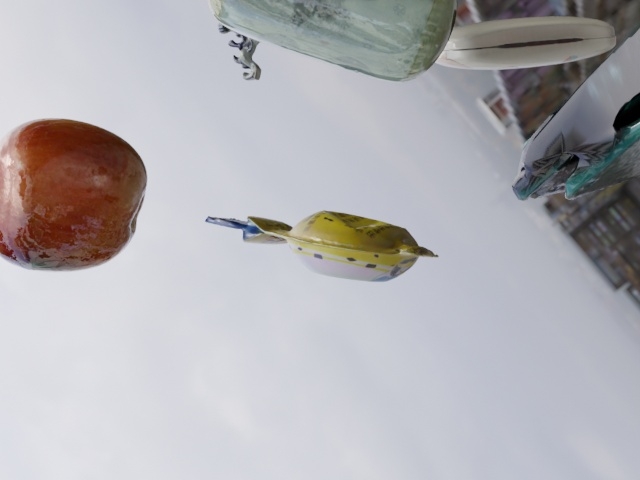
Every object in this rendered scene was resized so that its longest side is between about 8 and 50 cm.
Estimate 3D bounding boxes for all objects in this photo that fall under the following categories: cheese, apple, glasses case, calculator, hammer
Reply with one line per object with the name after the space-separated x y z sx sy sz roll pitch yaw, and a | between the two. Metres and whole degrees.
0.000 0.000 1.151 0.250 0.064 0.157 11 -177 31 | cheese
-0.292 -0.051 1.307 0.199 0.199 0.199 48 -172 -9 | apple
0.210 -0.205 1.164 0.081 0.204 0.051 -155 60 -70 | glasses case
0.264 -0.132 0.723 0.058 0.274 0.248 54 -147 12 | calculator
0.020 -0.233 0.988 0.202 0.113 0.305 21 -158 -2 | hammer

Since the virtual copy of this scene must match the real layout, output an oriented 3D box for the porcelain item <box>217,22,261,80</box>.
-0.109 -0.293 1.552 0.075 0.136 0.021 13 -172 18 | porcelain item
